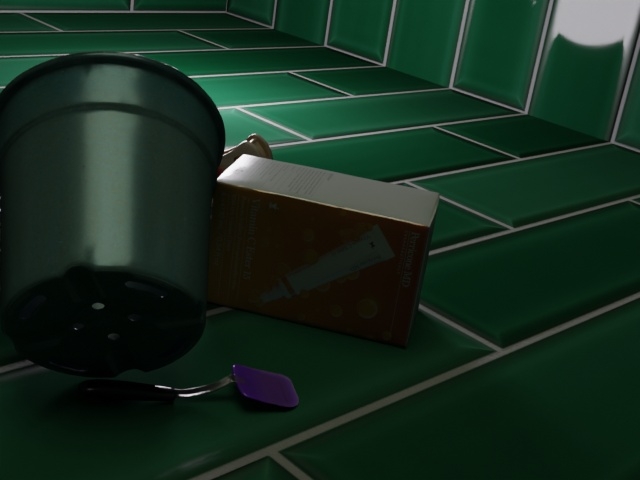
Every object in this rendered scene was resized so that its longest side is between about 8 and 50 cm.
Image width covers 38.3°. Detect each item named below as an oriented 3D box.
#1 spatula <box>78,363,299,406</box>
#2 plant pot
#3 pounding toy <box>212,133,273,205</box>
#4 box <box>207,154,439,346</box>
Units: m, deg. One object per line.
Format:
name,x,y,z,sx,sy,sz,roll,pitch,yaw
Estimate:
spatula,-0.171,0.198,1.229,0.296,0.030,0.084,1,25,-19
plant pot,-0.290,-0.016,1.256,0.341,0.341,0.334,3,52,-15
pounding toy,-0.191,-0.133,1.867,0.269,0.154,0.155,12,22,9
box,0.002,0.011,1.509,0.345,0.215,0.168,12,22,9
